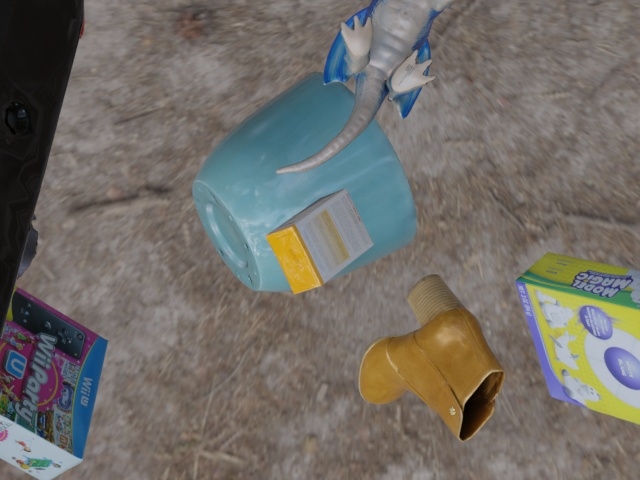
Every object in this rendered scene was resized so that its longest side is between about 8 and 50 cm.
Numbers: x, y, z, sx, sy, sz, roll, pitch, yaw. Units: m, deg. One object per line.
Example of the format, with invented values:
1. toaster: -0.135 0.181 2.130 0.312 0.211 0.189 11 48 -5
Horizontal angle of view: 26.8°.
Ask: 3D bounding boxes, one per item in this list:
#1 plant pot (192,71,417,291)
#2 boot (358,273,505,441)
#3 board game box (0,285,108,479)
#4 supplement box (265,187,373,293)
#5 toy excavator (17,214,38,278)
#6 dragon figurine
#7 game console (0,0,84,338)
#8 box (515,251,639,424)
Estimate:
1. plant pot: -0.042 -0.062 1.944 0.235 0.293 0.293 -30 99 -18
2. boot: 0.159 0.215 1.969 0.104 0.211 0.295 -5 139 -29
3. board game box: -0.461 0.170 1.893 0.097 0.224 0.303 -33 125 32
4. supplement box: 0.000 0.000 1.239 0.036 0.098 0.062 -20 100 39
5. toy excavator: -0.403 -0.179 1.367 0.433 0.222 0.445 -14 77 19
6. dragon figurine: 0.054 -0.158 1.107 0.085 0.144 0.289 24 80 -2
7. game console: -0.264 -0.080 0.631 0.060 0.386 0.342 -13 146 32
8. box: 0.216 0.073 0.867 0.043 0.179 0.105 -38 120 -31
